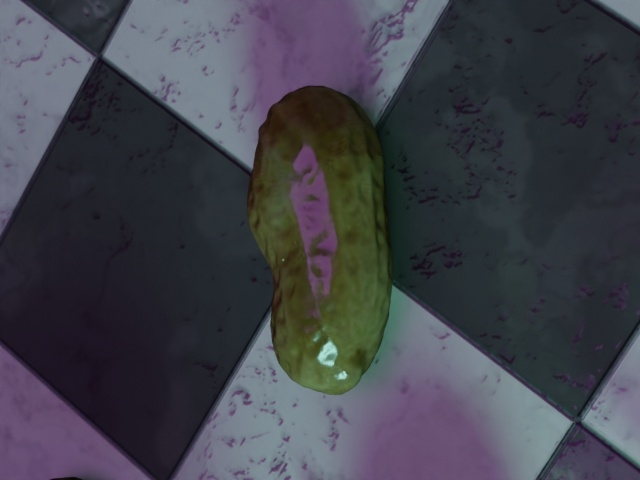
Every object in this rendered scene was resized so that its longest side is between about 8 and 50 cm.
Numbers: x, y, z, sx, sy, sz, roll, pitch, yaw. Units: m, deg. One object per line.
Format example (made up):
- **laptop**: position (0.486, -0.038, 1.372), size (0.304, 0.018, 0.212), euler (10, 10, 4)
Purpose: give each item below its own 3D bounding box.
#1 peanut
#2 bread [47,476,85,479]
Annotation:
- **peanut**: position (0.000, 0.000, 1.327), size (0.108, 0.095, 0.226), euler (-7, 89, 44)
- **bread**: position (-0.193, 0.239, 1.435), size (0.060, 0.082, 0.113), euler (-28, 79, 23)
